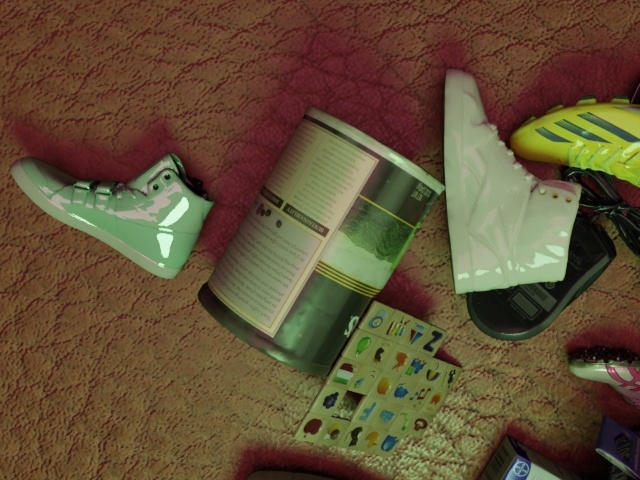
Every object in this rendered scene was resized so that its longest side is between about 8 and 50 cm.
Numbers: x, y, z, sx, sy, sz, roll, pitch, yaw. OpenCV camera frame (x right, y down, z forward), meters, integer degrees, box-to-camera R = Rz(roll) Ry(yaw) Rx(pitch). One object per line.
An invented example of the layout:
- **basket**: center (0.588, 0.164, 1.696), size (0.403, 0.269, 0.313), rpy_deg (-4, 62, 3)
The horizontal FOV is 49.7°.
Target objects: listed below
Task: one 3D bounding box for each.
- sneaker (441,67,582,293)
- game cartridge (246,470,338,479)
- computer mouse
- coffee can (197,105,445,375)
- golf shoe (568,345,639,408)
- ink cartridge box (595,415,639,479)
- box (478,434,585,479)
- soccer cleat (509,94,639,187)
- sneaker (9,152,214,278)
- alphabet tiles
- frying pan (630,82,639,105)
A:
- **sneaker**: center (0.243, -0.083, 0.889), size (0.169, 0.108, 0.292), rpy_deg (-5, 87, 11)
- **game cartridge**: center (0.016, 0.440, 0.966), size (0.297, 0.062, 0.198), rpy_deg (19, 91, -1)
- **computer mouse**: center (0.317, 0.036, 0.932), size (0.272, 0.072, 0.188), rpy_deg (-39, 70, 0)
- **coffee can**: center (0.000, 0.000, 0.872), size (0.201, 0.201, 0.275), rpy_deg (30, 95, -2)
- **golf shoe**: center (0.435, 0.194, 0.955), size (0.186, 0.067, 0.086), rpy_deg (6, 97, 0)
- **ink cartridge box**: center (0.486, 0.392, 0.844), size (0.151, 0.270, 0.395), rpy_deg (-32, 86, 29)
- **box**: center (0.295, 0.370, 0.971), size (0.137, 0.072, 0.126), rpy_deg (29, 96, -3)
- **soccer cleat**: center (0.386, -0.116, 0.873), size (0.289, 0.093, 0.121), rpy_deg (-2, 79, 21)
- **sneaker**: center (-0.267, -0.076, 0.920), size (0.256, 0.094, 0.151), rpy_deg (32, 101, -12)
- **alphabet tiles**: center (0.095, 0.194, 0.913), size (0.237, 0.009, 0.198), rpy_deg (26, 96, -42)
- **frying pan**: center (0.517, -0.095, 0.933), size (0.197, 0.053, 0.326), rpy_deg (-9, 97, 3)
